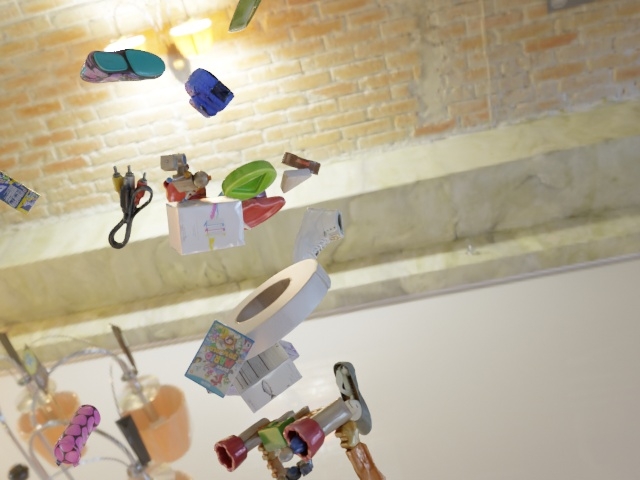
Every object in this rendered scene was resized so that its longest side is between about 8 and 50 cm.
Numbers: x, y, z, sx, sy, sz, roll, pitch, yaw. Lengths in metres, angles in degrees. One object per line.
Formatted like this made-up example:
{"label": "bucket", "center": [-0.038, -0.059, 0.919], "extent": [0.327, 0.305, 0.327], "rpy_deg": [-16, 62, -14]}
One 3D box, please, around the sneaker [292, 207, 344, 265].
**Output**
{"label": "sneaker", "center": [0.000, 0.000, 2.420], "extent": [0.169, 0.108, 0.293], "rpy_deg": [1, -116, 27]}

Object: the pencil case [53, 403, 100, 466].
{"label": "pencil case", "center": [-0.766, 0.615, 1.983], "extent": [0.095, 0.098, 0.209], "rpy_deg": [-35, -164, 15]}

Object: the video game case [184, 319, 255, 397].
{"label": "video game case", "center": [-0.260, 0.304, 1.608], "extent": [0.119, 0.166, 0.015], "rpy_deg": [29, -179, 1]}

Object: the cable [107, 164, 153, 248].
{"label": "cable", "center": [-0.603, -0.099, 1.997], "extent": [0.139, 0.288, 0.072], "rpy_deg": [12, -148, -4]}

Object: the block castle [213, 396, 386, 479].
{"label": "block castle", "center": [-0.064, 0.571, 1.479], "extent": [0.212, 0.303, 0.453], "rpy_deg": [-26, 176, -40]}

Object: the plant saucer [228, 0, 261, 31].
{"label": "plant saucer", "center": [-0.167, -0.635, 1.600], "extent": [0.037, 0.241, 0.241], "rpy_deg": [26, -150, -11]}

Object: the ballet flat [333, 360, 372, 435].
{"label": "ballet flat", "center": [0.080, 0.434, 1.726], "extent": [0.072, 0.068, 0.213], "rpy_deg": [-35, -125, 27]}

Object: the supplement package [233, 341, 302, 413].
{"label": "supplement package", "center": [-0.164, 0.399, 1.844], "extent": [0.179, 0.105, 0.105], "rpy_deg": [-35, -141, -11]}

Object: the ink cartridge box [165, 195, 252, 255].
{"label": "ink cartridge box", "center": [-0.212, -0.033, 1.199], "extent": [0.143, 0.090, 0.092], "rpy_deg": [-10, -166, -27]}

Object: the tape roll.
{"label": "tape roll", "center": [-0.143, 0.198, 1.806], "extent": [0.392, 0.072, 0.392], "rpy_deg": [-35, -168, 9]}

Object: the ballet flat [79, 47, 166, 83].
{"label": "ballet flat", "center": [-0.442, -0.379, 1.382], "extent": [0.079, 0.077, 0.221], "rpy_deg": [-23, -177, 31]}

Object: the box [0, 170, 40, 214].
{"label": "box", "center": [-0.693, -0.124, 1.338], "extent": [0.168, 0.059, 0.054], "rpy_deg": [32, -99, 4]}

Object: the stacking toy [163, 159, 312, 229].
{"label": "stacking toy", "center": [-0.202, -0.139, 1.510], "extent": [0.279, 0.131, 0.308], "rpy_deg": [-38, 163, 30]}

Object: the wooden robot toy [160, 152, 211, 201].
{"label": "wooden robot toy", "center": [-0.266, -0.139, 1.297], "extent": [0.078, 0.173, 0.076], "rpy_deg": [-4, -113, 7]}

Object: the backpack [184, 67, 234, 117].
{"label": "backpack", "center": [-0.304, -0.391, 1.657], "extent": [0.101, 0.120, 0.098], "rpy_deg": [-55, -157, -17]}

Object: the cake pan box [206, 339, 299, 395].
{"label": "cake pan box", "center": [-0.219, 0.410, 2.032], "extent": [0.245, 0.267, 0.070], "rpy_deg": [-36, -115, 9]}

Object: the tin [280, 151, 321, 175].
{"label": "tin", "center": [-0.051, -0.207, 1.684], "extent": [0.106, 0.040, 0.190], "rpy_deg": [22, -176, -6]}
